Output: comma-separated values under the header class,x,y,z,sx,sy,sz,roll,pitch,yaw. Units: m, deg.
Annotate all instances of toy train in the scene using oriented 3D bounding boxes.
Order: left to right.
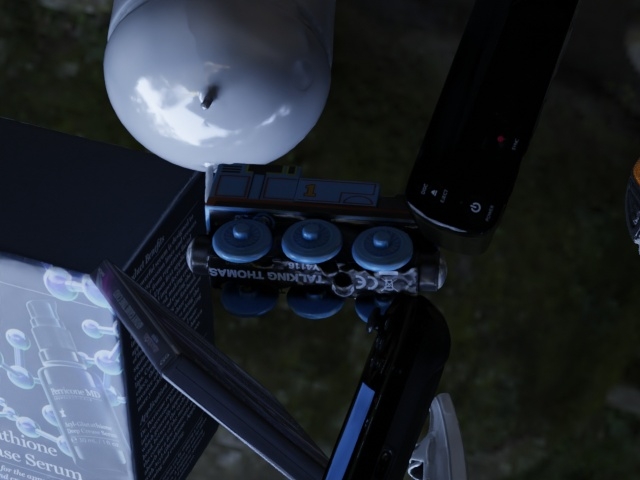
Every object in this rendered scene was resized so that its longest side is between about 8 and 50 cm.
class,x,y,z,sx,sy,sz,roll,pitch,yaw
toy train,0.000,0.000,1.236,0.184,0.105,0.080,3,133,8

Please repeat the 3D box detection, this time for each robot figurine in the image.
class,x,y,z,sx,sy,sz,roll,pitch,yaw
robot figurine,-0.086,-0.205,1.577,0.199,0.353,0.300,-5,140,11

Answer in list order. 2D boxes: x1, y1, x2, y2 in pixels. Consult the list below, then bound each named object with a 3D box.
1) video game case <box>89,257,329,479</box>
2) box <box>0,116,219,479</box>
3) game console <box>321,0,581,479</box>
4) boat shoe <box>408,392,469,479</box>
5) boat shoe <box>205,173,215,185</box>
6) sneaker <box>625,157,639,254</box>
class,x,y,z,sx,sy,sz,roll,pitch,yaw
video game case,-0.072,0.110,1.316,0.196,0.026,0.274,41,179,-22
box,-0.288,0.095,1.895,0.293,0.396,0.212,14,-139,17
game console,0.036,0.042,0.744,0.044,0.361,0.213,20,179,6
boat shoe,0.123,0.238,1.849,0.063,0.184,0.066,-10,137,6
boat shoe,-0.013,-0.011,2.059,0.302,0.109,0.098,29,-176,-2
sneaker,0.340,0.020,1.278,0.262,0.121,0.099,45,138,10
